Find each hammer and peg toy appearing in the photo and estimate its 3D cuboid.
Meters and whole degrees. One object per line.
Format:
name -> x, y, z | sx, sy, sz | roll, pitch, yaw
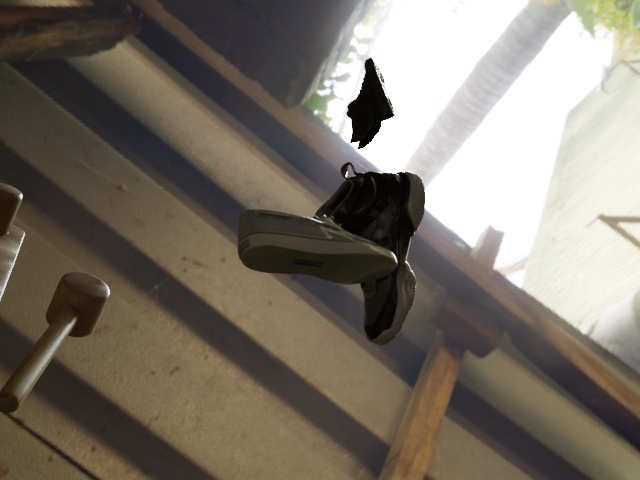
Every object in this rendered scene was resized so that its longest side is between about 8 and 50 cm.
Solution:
hammer and peg toy -> -0.378, 0.014, 0.638 | 0.361, 0.127, 0.266 | 23, -168, -23

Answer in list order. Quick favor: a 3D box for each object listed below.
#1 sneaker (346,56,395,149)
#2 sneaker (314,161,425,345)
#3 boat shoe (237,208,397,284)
sneaker -> 0.080, -0.251, 1.186 | 0.051, 0.089, 0.170 | 36, -146, -53
sneaker -> 0.062, 0.016, 0.983 | 0.153, 0.101, 0.269 | 12, -95, -22
boat shoe -> -0.001, 0.000, 0.847 | 0.227, 0.079, 0.081 | 9, -127, -29
